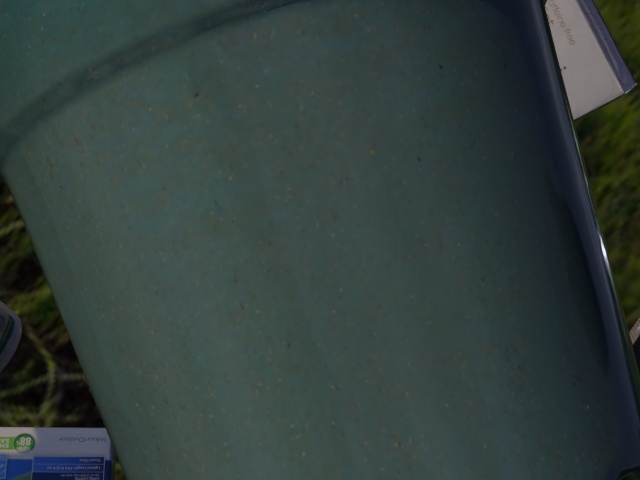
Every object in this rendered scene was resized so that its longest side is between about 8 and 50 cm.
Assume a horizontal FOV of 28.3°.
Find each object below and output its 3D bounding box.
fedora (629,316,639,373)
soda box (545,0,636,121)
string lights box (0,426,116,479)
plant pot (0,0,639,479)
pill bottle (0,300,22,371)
[{"bbox_3d":[0.333,0.177,1.248,0.124,0.275,0.244,32,-23,22],"label":"fedora"},{"bbox_3d":[0.198,-0.214,1.139,0.216,0.073,0.069,62,27,-2],"label":"soda box"},{"bbox_3d":[-0.254,0.298,1.127,0.133,0.077,0.260,1,53,-7],"label":"string lights box"},{"bbox_3d":[0.000,0.000,0.661,0.341,0.341,0.334,-3,74,-64],"label":"plant pot"},{"bbox_3d":[-0.452,0.073,1.442,0.208,0.117,0.118,46,16,-33],"label":"pill bottle"}]
